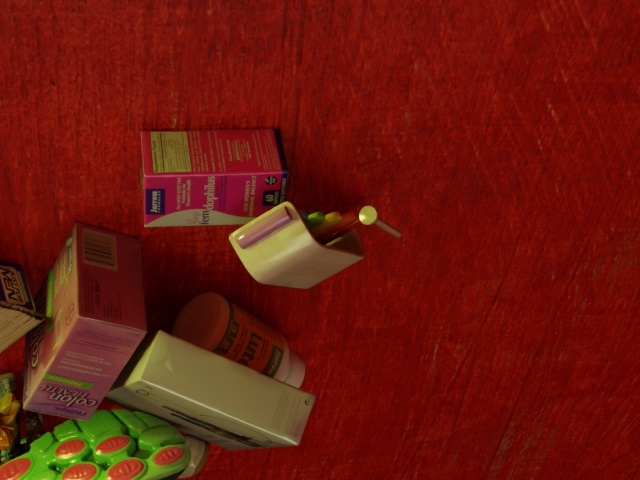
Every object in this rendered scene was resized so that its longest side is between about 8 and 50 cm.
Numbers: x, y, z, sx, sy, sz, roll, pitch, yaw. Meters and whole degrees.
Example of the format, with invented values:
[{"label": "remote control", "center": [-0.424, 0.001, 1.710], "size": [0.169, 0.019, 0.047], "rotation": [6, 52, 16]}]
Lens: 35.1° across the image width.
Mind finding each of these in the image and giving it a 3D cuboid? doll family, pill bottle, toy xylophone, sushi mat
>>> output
[{"label": "doll family", "center": [-0.575, 0.359, 1.884], "size": [0.118, 0.163, 0.263], "rotation": [0, 133, -14]}, {"label": "pill bottle", "center": [-0.144, 0.205, 1.863], "size": [0.136, 0.136, 0.246], "rotation": [-37, 131, 21]}, {"label": "toy xylophone", "center": [0.000, 0.000, 1.636], "size": [0.236, 0.081, 0.323], "rotation": [-27, 166, 7]}, {"label": "sushi mat", "center": [-0.604, 0.192, 1.641], "size": [0.317, 0.019, 0.151], "rotation": [-36, 148, 19]}]

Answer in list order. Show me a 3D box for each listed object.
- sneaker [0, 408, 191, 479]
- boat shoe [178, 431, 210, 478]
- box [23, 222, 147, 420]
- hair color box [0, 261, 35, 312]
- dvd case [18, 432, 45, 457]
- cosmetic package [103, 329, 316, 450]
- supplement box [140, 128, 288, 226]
[{"label": "sneaker", "center": [-0.455, 0.458, 1.816], "size": [0.483, 0.185, 0.202], "rotation": [-23, 137, 1]}, {"label": "boat shoe", "center": [-0.348, 0.428, 2.013], "size": [0.302, 0.109, 0.098], "rotation": [-20, 134, 43]}, {"label": "box", "center": [-0.395, 0.135, 1.677], "size": [0.117, 0.213, 0.243], "rotation": [16, 128, -28]}, {"label": "hair color box", "center": [-0.652, 0.110, 1.600], "size": [0.339, 0.110, 0.185], "rotation": [10, 133, -48]}, {"label": "dvd case", "center": [-0.580, 0.440, 2.069], "size": [0.087, 0.013, 0.119], "rotation": [-17, 136, 3]}, {"label": "cosmetic package", "center": [-0.212, 0.272, 1.765], "size": [0.284, 0.097, 0.377], "rotation": [27, 159, -14]}, {"label": "supplement box", "center": [-0.169, -0.099, 1.580], "size": [0.220, 0.114, 0.111], "rotation": [-2, 135, -10]}]
